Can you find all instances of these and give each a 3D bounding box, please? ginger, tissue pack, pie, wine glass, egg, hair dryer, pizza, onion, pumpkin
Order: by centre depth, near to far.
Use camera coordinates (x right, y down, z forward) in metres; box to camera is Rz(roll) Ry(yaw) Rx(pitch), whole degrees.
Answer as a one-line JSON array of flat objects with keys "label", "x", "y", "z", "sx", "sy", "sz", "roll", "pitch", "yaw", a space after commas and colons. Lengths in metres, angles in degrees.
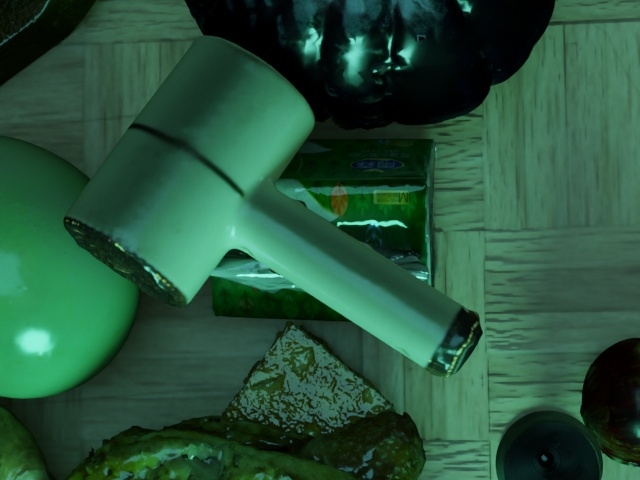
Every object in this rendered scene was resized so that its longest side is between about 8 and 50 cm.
[{"label": "hair dryer", "x": -0.010, "y": 0.005, "z": 1.122, "sx": 0.362, "sy": 0.128, "sz": 0.203, "roll": 32, "pitch": 76, "yaw": 10}, {"label": "wine glass", "x": 0.198, "y": 0.194, "z": 1.192, "sx": 0.093, "sy": 0.202, "sz": 0.093, "roll": -1, "pitch": 85, "yaw": 8}, {"label": "pie", "x": -0.077, "y": 0.365, "z": 1.223, "sx": 0.395, "sy": 0.180, "sz": 0.418, "roll": -2, "pitch": 95, "yaw": 11}, {"label": "pumpkin", "x": 0.048, "y": -0.273, "z": 1.232, "sx": 0.363, "sy": 0.266, "sz": 0.363, "roll": 0, "pitch": 85, "yaw": 3}, {"label": "onion", "x": 0.291, "y": 0.146, "z": 1.235, "sx": 0.118, "sy": 0.118, "sz": 0.117, "roll": -29, "pitch": 77, "yaw": 4}, {"label": "tissue pack", "x": -0.001, "y": 0.002, "z": 1.245, "sx": 0.209, "sy": 0.156, "sz": 0.148, "roll": 1, "pitch": 120, "yaw": 7}, {"label": "egg", "x": -0.291, "y": 0.021, "z": 1.268, "sx": 0.220, "sy": 0.220, "sz": 0.270, "roll": -45, "pitch": 80, "yaw": 1}, {"label": "ginger", "x": -0.336, "y": 0.186, "z": 1.275, "sx": 0.216, "sy": 0.157, "sz": 0.102, "roll": 33, "pitch": 89, "yaw": 1}, {"label": "pizza", "x": -0.013, "y": 0.145, "z": 1.305, "sx": 0.175, "sy": 0.046, "sz": 0.134, "roll": 2, "pitch": 86, "yaw": 8}]

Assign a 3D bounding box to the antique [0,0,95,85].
[{"label": "antique", "x": -0.319, "y": -0.216, "z": 1.367, "sx": 0.221, "sy": 0.081, "sz": 0.080, "roll": -35, "pitch": 81, "yaw": 3}]
